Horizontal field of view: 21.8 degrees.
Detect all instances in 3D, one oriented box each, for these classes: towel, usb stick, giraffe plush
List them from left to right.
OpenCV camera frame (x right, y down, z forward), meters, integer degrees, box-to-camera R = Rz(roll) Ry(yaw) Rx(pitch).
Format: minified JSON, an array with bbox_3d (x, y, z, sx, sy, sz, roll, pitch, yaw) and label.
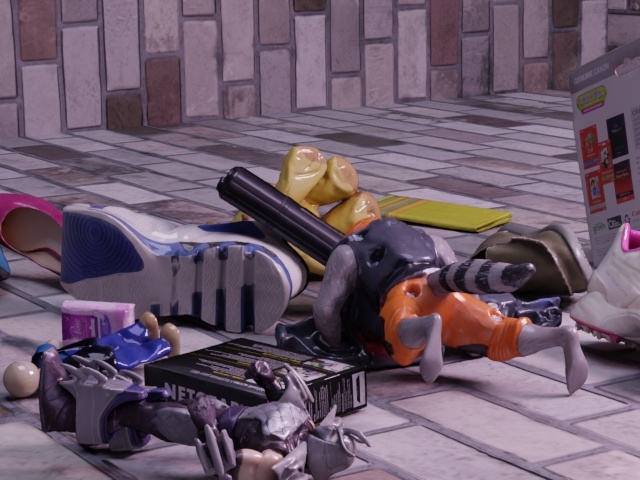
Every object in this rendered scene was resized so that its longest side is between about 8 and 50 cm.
[{"bbox_3d":[-0.051,-0.018,2.204,0.210,0.181,0.170,-45,20,-22],"label":"giraffe plush"},{"bbox_3d":[0.000,0.000,1.968,0.278,0.045,0.077,33,6,0],"label":"usb stick"},{"bbox_3d":[0.172,-0.038,2.565,0.237,0.021,0.102,9,21,39],"label":"towel"}]

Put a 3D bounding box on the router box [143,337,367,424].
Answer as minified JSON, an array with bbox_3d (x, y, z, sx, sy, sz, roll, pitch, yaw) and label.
[{"bbox_3d":[-0.064,0.140,1.602,0.179,0.046,0.133,9,16,44],"label":"router box"}]

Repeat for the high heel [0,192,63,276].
[{"bbox_3d":[-0.370,0.000,2.160,0.244,0.082,0.117,28,10,14],"label":"high heel"}]

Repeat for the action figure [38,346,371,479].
[{"bbox_3d":[-0.094,0.154,1.411,0.285,0.099,0.185,7,4,18],"label":"action figure"}]

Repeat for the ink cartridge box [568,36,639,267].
[{"bbox_3d":[0.458,-0.123,2.106,0.130,0.271,0.309,-6,-6,-23],"label":"ink cartridge box"}]

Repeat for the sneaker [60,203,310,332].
[{"bbox_3d":[-0.147,0.033,2.004,0.315,0.127,0.182,11,11,23],"label":"sneaker"}]

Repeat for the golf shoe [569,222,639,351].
[{"bbox_3d":[0.380,0.060,1.693,0.115,0.140,0.306,20,-2,-35],"label":"golf shoe"}]

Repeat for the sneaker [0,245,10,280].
[{"bbox_3d":[-0.516,0.012,2.191,0.140,0.125,0.341,-29,20,-23],"label":"sneaker"}]

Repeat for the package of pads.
[{"bbox_3d":[-0.246,0.093,1.843,0.083,0.050,0.032,3,12,15],"label":"package of pads"}]

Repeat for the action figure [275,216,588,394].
[{"bbox_3d":[0.142,0.052,1.727,0.341,0.178,0.330,-8,22,-28],"label":"action figure"}]

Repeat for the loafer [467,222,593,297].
[{"bbox_3d":[0.258,0.035,2.048,0.087,0.094,0.251,-30,9,-14],"label":"loafer"}]

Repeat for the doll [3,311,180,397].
[{"bbox_3d":[-0.242,0.123,1.702,0.189,0.046,0.129,-18,29,-38],"label":"doll"}]
